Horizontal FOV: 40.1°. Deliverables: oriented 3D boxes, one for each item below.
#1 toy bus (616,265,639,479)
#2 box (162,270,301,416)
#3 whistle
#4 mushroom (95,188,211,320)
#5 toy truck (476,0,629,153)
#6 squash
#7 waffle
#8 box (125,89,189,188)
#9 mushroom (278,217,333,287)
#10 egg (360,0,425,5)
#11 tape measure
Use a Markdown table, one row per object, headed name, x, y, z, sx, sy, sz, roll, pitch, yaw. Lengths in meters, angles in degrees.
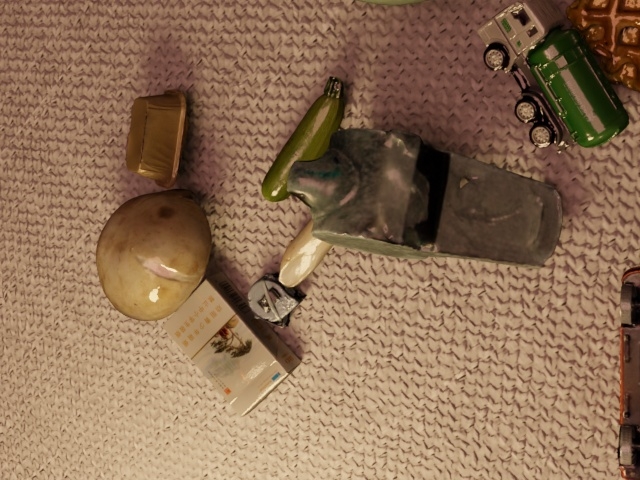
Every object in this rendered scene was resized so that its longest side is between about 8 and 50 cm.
| name | x | y | z | sx | sy | sz | roll | pitch | yaw |
| --- | --- | --- | --- | --- | --- | --- | --- | --- | --- |
| toy bus | 0.512 | 0.187 | 1.284 | 0.143 | 0.153 | 0.329 | 1 | 104 | 22 |
| box | -0.166 | 0.194 | 1.633 | 0.233 | 0.067 | 0.149 | 48 | 118 | 7 |
| whistle | 0.160 | -0.060 | 1.338 | 0.405 | 0.188 | 0.168 | 8 | 83 | 18 |
| mushroom | -0.292 | 0.022 | 1.581 | 0.255 | 0.254 | 0.184 | -37 | 129 | 27 |
| toy truck | 0.338 | -0.239 | 1.269 | 0.125 | 0.101 | 0.242 | -33 | 89 | 46 |
| squash | -0.021 | -0.163 | 1.481 | 0.066 | 0.066 | 0.252 | 41 | 115 | 10 |
| waffle | 0.499 | -0.340 | 1.208 | 0.302 | 0.068 | 0.325 | -40 | 84 | 26 |
| box | -0.286 | -0.184 | 1.574 | 0.111 | 0.111 | 0.177 | 13 | 99 | 21 |
| mushroom | 0.000 | 0.000 | 1.514 | 0.084 | 0.071 | 0.209 | 34 | 120 | -19 |
| egg | 0.060 | -0.490 | 1.248 | 0.389 | 0.276 | 0.276 | 36 | 114 | 13 |
| tape measure | -0.084 | 0.108 | 1.582 | 0.094 | 0.054 | 0.091 | 34 | 108 | 11 |
